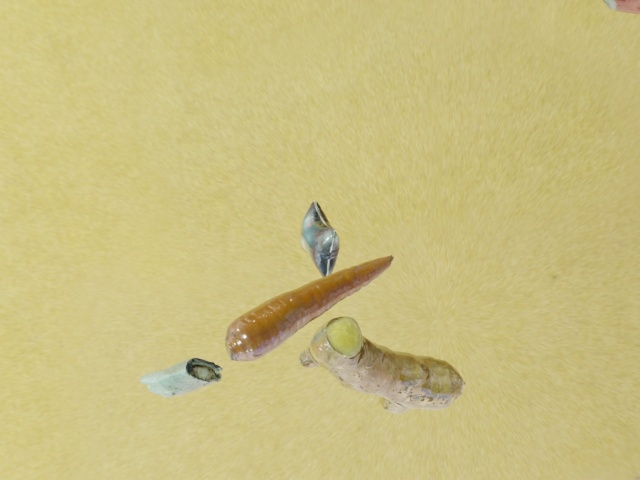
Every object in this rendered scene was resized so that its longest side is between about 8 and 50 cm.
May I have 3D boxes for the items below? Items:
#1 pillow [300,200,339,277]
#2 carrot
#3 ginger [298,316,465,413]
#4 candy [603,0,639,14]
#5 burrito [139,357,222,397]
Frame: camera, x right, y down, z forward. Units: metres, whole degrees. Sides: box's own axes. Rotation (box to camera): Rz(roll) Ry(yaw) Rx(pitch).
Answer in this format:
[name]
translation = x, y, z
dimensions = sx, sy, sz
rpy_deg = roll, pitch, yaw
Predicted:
[pillow]
translation = -0.002, 0.000, 1.779
dimensions = 0.055, 0.135, 0.091
rpy_deg = 28, 107, -25
[carrot]
translation = -0.007, 0.061, 1.086
dimensions = 0.216, 0.048, 0.048
rpy_deg = -28, 82, -26
[ginger]
translation = 0.073, 0.150, 1.258
dimensions = 0.118, 0.299, 0.065
rpy_deg = -23, 59, 21
[candy]
translation = 0.305, -0.215, 0.845
dimensions = 0.292, 0.059, 0.086
rpy_deg = 16, 67, 31
[burrito]
translation = -0.212, 0.208, 1.605
dimensions = 0.118, 0.074, 0.044
rpy_deg = -23, 62, 30
